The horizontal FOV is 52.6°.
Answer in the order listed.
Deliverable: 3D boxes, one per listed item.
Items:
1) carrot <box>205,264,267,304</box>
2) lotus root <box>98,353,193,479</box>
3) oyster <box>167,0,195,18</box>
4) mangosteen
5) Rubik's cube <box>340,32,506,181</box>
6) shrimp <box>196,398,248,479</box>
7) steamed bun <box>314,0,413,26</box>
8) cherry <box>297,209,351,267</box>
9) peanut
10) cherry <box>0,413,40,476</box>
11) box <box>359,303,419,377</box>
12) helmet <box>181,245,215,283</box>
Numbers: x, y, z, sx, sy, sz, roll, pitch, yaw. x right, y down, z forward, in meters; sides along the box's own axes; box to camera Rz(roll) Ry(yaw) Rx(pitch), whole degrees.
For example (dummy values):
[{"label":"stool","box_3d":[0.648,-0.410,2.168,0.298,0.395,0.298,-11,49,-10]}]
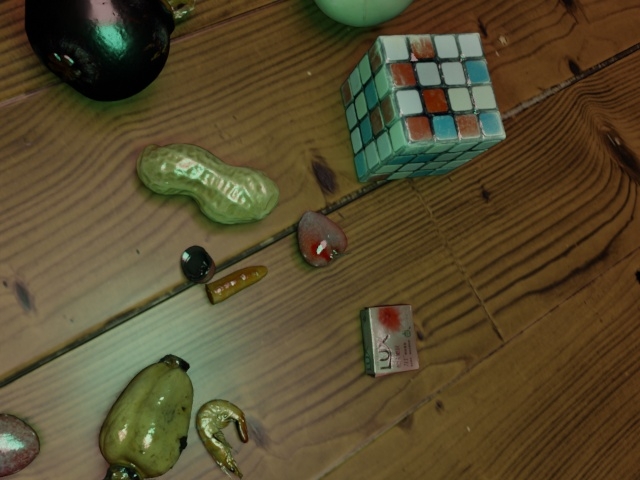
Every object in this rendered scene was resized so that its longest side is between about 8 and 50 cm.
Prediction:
[{"label":"carrot","box_3d":[-0.173,0.084,1.351,0.139,0.048,0.048,-27,88,-25]},{"label":"lotus root","box_3d":[-0.314,0.338,1.193,0.154,0.140,0.257,23,61,1]},{"label":"oyster","box_3d":[-0.363,-0.652,1.409,0.237,0.115,0.351,15,89,-15]},{"label":"mangosteen","box_3d":[-0.417,-0.434,1.275,0.275,0.275,0.302,33,57,-9]},{"label":"Rubik's cube","box_3d":[0.220,-0.293,1.458,0.256,0.259,0.254,-8,82,-20]},{"label":"shrimp","box_3d":[-0.183,0.391,1.285,0.095,0.045,0.162,-26,82,-43]},{"label":"steamed bun","box_3d":[0.108,-0.677,1.470,0.333,0.334,0.374,13,71,-16]},{"label":"cherry","box_3d":[0.003,0.000,1.409,0.106,0.087,0.126,-9,63,-14]},{"label":"peanut","box_3d":[-0.232,-0.116,1.336,0.298,0.120,0.136,22,67,-11]},{"label":"cherry","box_3d":[-0.599,0.347,1.122,0.225,0.090,0.107,12,86,-7]},{"label":"box","box_3d":[0.150,0.217,1.425,0.111,0.060,0.156,-3,78,-18]},{"label":"helmet","box_3d":[-0.245,0.054,1.329,0.065,0.049,0.084,-32,59,8]}]
